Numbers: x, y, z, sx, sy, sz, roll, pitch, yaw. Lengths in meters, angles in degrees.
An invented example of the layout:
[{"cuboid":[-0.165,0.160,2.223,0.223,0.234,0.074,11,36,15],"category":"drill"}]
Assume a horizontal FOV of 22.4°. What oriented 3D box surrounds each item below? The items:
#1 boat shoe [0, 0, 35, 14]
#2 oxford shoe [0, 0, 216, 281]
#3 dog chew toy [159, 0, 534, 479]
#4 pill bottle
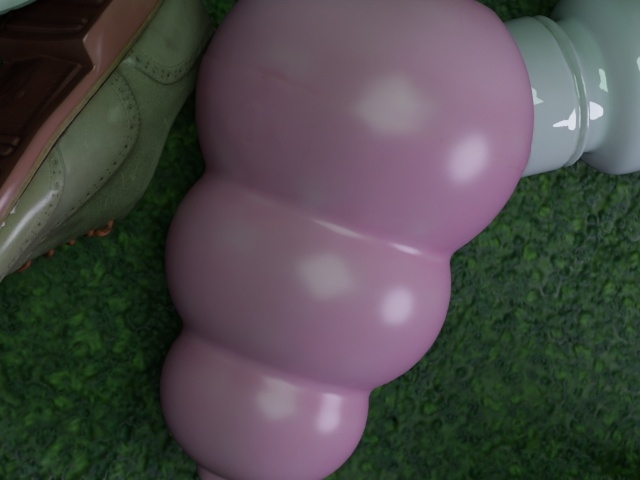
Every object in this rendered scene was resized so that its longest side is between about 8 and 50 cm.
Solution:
[{"cuboid":[-0.227,-0.185,0.927,0.320,0.118,0.103,-39,143,-22],"category":"boat shoe"},{"cuboid":[-0.168,-0.024,0.959,0.348,0.123,0.130,-55,132,-15],"category":"oxford shoe"},{"cuboid":[0.000,0.000,0.989,0.206,0.206,0.332,17,95,-17],"category":"dog chew toy"},{"cuboid":[0.219,-0.115,1.086,0.229,0.131,0.131,-14,94,-17],"category":"pill bottle"}]
